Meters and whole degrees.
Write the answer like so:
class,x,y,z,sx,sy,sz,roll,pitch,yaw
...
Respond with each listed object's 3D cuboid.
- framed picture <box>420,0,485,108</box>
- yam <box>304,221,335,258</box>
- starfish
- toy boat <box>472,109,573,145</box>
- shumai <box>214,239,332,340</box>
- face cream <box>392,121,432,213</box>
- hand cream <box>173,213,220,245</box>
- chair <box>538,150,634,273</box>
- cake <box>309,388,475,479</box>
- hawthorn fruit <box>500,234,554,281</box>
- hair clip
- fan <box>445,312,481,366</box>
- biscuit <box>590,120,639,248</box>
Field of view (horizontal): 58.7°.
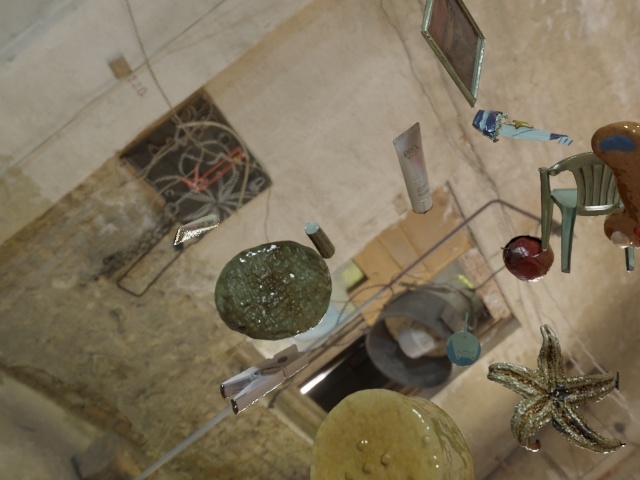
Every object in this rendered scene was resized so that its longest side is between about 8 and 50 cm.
class,x,y,z,sx,sy,sz,roll,pitch,yaw
framed picture,0.309,-0.464,1.291,0.016,0.216,0.273,-4,-27,39
yam,0.000,0.000,1.786,0.132,0.054,0.054,55,-2,-39
starfish,0.572,0.362,1.376,0.113,0.303,0.312,55,22,-66
toy boat,0.608,-0.324,1.717,0.291,0.067,0.220,21,33,16
shumai,-0.182,0.164,1.973,0.323,0.397,0.324,-176,-105,-72
face cream,0.244,-0.180,1.472,0.058,0.092,0.244,31,-29,46
hand cream,-0.323,-0.032,1.480,0.039,0.061,0.143,42,38,17
chair,0.576,-0.078,1.196,0.190,0.203,0.275,-61,142,-65
cake,0.185,0.492,1.195,0.321,0.332,0.332,31,15,-45
hawthorn fruit,0.631,0.049,1.759,0.172,0.148,0.148,23,2,-5
hair clip,-0.198,0.491,2.056,0.101,0.330,0.085,27,-46,47
fan,0.469,0.321,1.854,0.113,0.175,0.005,7,-5,3
biscuit,0.503,-0.025,0.798,0.205,0.049,0.324,8,-41,42
